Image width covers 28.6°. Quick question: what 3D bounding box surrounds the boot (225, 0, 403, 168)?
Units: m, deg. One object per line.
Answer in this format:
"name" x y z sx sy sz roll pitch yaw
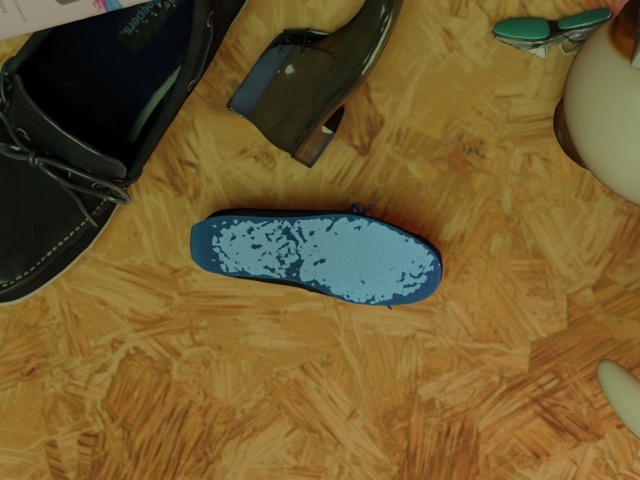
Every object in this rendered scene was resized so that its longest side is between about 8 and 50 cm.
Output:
"boot" -0.004 -0.179 1.198 0.106 0.082 0.219 28 116 -6

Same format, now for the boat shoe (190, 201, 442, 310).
"boat shoe" 0.000 0.000 1.275 0.258 0.089 0.109 14 101 9

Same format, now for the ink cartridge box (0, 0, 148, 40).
"ink cartridge box" -0.204 -0.306 1.053 0.306 0.226 0.131 -16 142 1

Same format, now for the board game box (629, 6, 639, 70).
"board game box" 0.376 -0.220 0.986 0.224 0.303 0.097 21 139 -2

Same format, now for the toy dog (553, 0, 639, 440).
"toy dog" 0.358 -0.020 1.078 0.395 0.284 0.408 -19 70 -10

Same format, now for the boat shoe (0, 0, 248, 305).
"boat shoe" -0.245 -0.116 1.228 0.187 0.156 0.500 38 115 -9

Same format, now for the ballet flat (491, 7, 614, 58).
"ballet flat" 0.220 -0.191 1.180 0.114 0.041 0.041 -5 112 13
